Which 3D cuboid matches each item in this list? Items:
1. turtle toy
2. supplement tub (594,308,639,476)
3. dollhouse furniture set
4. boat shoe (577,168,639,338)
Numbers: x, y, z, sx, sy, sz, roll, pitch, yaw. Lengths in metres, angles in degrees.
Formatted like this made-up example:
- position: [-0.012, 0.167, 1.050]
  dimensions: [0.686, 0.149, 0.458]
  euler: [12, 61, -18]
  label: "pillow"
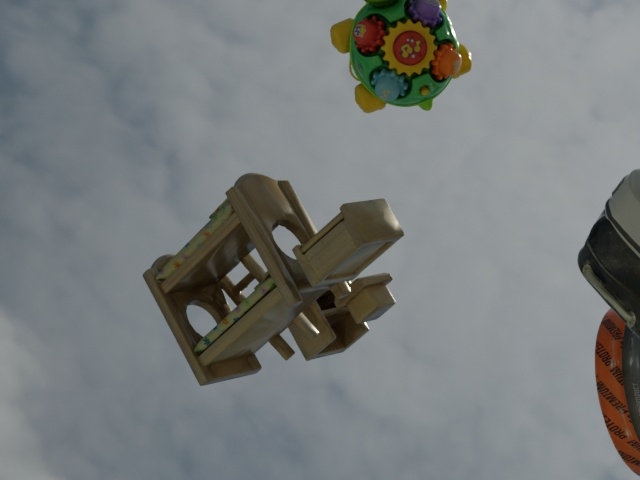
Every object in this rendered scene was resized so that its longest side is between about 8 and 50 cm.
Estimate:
- position: [0.057, -0.157, 1.282]
  dimensions: [0.095, 0.066, 0.130]
  euler: [-23, -83, -2]
  label: "turtle toy"
- position: [0.394, 0.096, 1.380]
  dimensions: [0.193, 0.316, 0.194]
  euler: [28, -126, -49]
  label: "supplement tub"
- position: [0.000, 0.000, 1.185]
  dimensions: [0.161, 0.101, 0.182]
  euler: [-9, -27, -50]
  label: "dollhouse furniture set"
- position: [0.210, 0.059, 0.854]
  dimensions: [0.077, 0.219, 0.070]
  euler: [1, -49, -41]
  label: "boat shoe"
